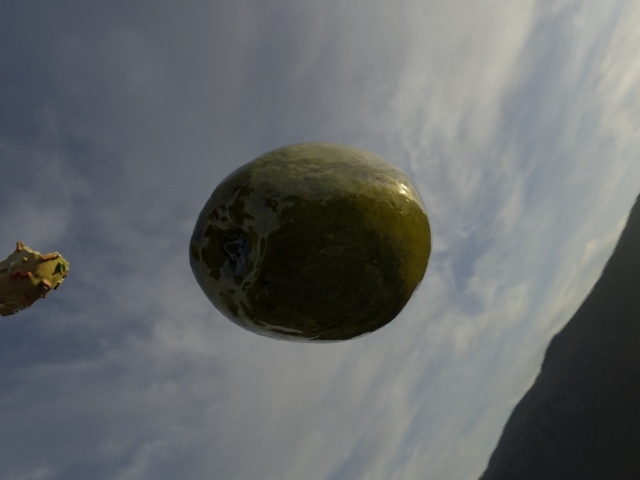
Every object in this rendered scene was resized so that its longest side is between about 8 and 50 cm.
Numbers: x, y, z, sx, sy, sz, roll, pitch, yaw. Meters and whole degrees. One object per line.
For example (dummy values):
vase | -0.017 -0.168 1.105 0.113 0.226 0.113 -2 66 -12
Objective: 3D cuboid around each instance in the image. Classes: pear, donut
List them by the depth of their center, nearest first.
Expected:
donut | -0.401 0.029 0.607 0.108 0.166 0.065 -60 -6 -23
pear | 0.000 0.000 0.621 0.307 0.253 0.252 0 -58 -54
